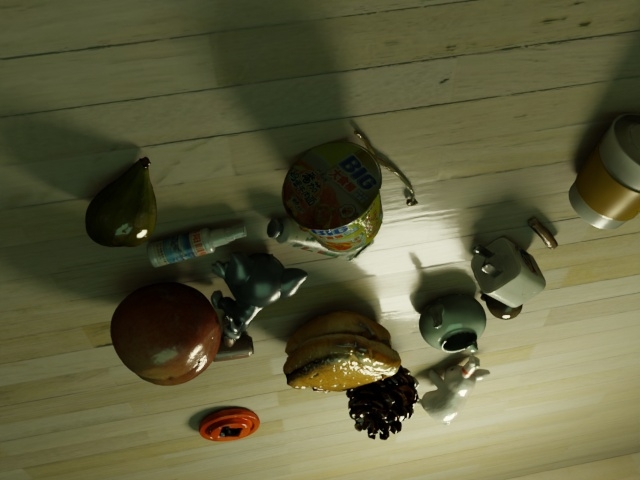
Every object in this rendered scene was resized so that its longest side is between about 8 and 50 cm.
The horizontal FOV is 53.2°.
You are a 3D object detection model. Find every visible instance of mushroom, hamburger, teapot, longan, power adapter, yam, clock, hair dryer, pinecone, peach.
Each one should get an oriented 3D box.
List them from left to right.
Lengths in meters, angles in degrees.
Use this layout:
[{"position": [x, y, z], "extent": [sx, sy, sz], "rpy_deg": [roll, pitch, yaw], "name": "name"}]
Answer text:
[{"position": [-0.354, 0.215, 1.496], "extent": [0.252, 0.252, 0.252], "rpy_deg": [-8, 141, -7], "name": "peach"}, {"position": [-0.306, 0.629, 2.158], "extent": [0.205, 0.051, 0.205], "rpy_deg": [-8, 142, -6], "name": "clock"}, {"position": [-0.240, 0.254, 1.719], "extent": [0.117, 0.064, 0.181], "rpy_deg": [-6, 136, -10], "name": "hair dryer"}, {"position": [0.054, 0.324, 1.794], "extent": [0.284, 0.174, 0.304], "rpy_deg": [-32, 138, 25], "name": "hamburger"}, {"position": [0.187, 0.478, 1.975], "extent": [0.224, 0.272, 0.224], "rpy_deg": [8, 116, 18], "name": "pinecone"}, {"position": [0.146, -0.152, 1.368], "extent": [0.026, 0.028, 0.286], "rpy_deg": [13, 159, 40], "name": "mushroom"}, {"position": [0.381, 0.243, 1.828], "extent": [0.193, 0.129, 0.294], "rpy_deg": [-31, 138, 22], "name": "teapot"}, {"position": [0.464, 0.074, 1.646], "extent": [0.205, 0.130, 0.125], "rpy_deg": [25, 128, -40], "name": "power adapter"}, {"position": [0.516, 0.176, 1.822], "extent": [0.119, 0.106, 0.106], "rpy_deg": [11, 156, 36], "name": "longan"}, {"position": [0.574, -0.018, 1.648], "extent": [0.032, 0.032, 0.145], "rpy_deg": [-33, 138, 23], "name": "yam"}]

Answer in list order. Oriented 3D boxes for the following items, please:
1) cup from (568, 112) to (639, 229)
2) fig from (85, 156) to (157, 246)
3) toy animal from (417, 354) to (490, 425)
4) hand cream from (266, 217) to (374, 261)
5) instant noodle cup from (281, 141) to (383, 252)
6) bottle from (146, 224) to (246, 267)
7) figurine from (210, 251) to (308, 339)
[{"position": [0.691, -0.156, 1.423], "extent": [0.241, 0.185, 0.226], "rpy_deg": [-29, 157, -33], "name": "cup"}, {"position": [-0.378, -0.064, 1.237], "extent": [0.133, 0.126, 0.185], "rpy_deg": [19, 136, -17], "name": "fig"}, {"position": [0.451, 0.480, 2.154], "extent": [0.141, 0.138, 0.282], "rpy_deg": [12, 112, -39], "name": "toy animal"}, {"position": [0.000, 0.000, 1.483], "extent": [0.276, 0.059, 0.095], "rpy_deg": [14, 136, -36], "name": "hand cream"}, {"position": [0.035, -0.079, 1.301], "extent": [0.205, 0.205, 0.153], "rpy_deg": [-18, 151, 6], "name": "instant noodle cup"}, {"position": [-0.269, 0.005, 1.405], "extent": [0.217, 0.060, 0.060], "rpy_deg": [-16, 141, 1], "name": "bottle"}, {"position": [-0.181, 0.127, 1.520], "extent": [0.193, 0.140, 0.265], "rpy_deg": [28, 104, -18], "name": "figurine"}]
